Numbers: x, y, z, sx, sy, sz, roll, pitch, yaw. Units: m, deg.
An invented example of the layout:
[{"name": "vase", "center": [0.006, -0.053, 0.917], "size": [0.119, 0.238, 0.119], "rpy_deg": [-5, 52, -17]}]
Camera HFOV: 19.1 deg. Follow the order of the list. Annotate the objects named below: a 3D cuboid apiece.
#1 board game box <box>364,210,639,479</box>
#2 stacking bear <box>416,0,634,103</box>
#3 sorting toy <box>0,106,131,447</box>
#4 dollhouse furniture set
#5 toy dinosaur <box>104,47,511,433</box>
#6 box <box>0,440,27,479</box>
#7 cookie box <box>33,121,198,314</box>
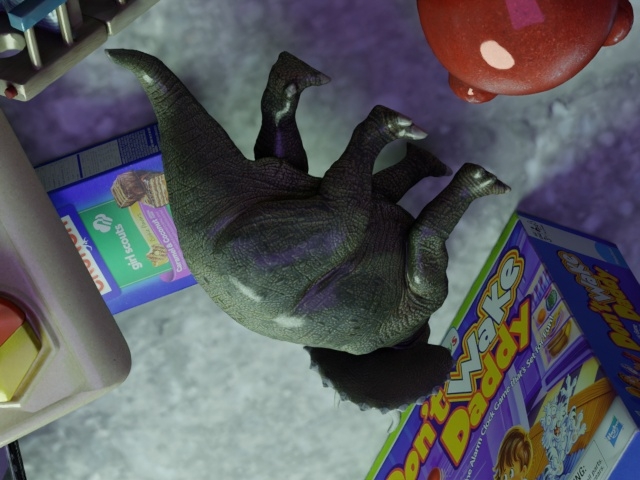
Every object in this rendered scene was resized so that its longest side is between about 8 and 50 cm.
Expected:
[{"name": "board game box", "center": [0.101, 0.190, 1.143], "size": [0.078, 0.233, 0.347], "rpy_deg": [18, 114, -21]}, {"name": "stacking bear", "center": [0.064, -0.197, 0.963], "size": [0.175, 0.164, 0.289], "rpy_deg": [-29, 126, 6]}, {"name": "sorting toy", "center": [-0.233, 0.037, 1.018], "size": [0.208, 0.038, 0.193], "rpy_deg": [-28, 99, -3]}, {"name": "dollhouse furniture set", "center": [-0.093, -0.138, 0.906], "size": [0.129, 0.184, 0.129], "rpy_deg": [-44, 143, -33]}, {"name": "toy dinosaur", "center": [0.000, 0.000, 1.056], "size": [0.313, 0.121, 0.160], "rpy_deg": [32, 86, -41]}, {"name": "box", "center": [-0.321, 0.163, 1.084], "size": [0.308, 0.076, 0.242], "rpy_deg": [-12, 99, -5]}, {"name": "cookie box", "center": [-0.117, -0.008, 1.095], "size": [0.107, 0.040, 0.091], "rpy_deg": [-20, 121, 0]}]
